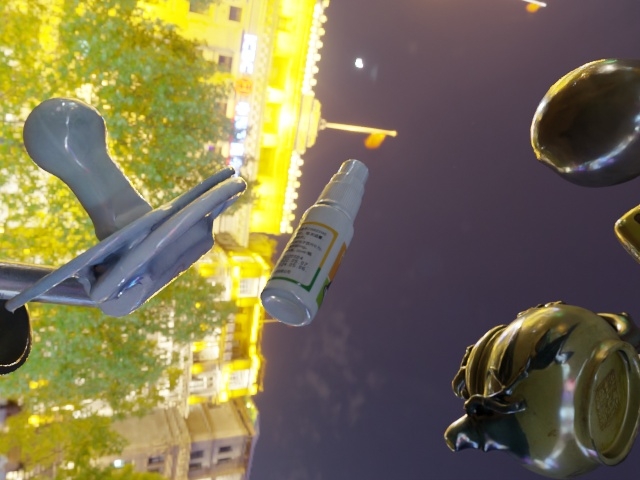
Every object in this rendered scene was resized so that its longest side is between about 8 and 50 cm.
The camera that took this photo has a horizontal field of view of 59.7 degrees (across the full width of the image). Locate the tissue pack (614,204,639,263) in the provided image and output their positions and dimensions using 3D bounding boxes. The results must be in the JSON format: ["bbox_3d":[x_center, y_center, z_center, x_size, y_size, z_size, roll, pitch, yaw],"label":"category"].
[{"bbox_3d":[0.782,-0.001,1.304,0.123,0.127,0.178,-40,-136,18],"label":"tissue pack"}]

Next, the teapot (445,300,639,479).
[{"bbox_3d":[0.236,0.146,0.604,0.182,0.269,0.173,1,-64,51],"label":"teapot"}]

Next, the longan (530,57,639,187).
[{"bbox_3d":[0.562,-0.230,1.087,0.300,0.300,0.243,-16,-78,62],"label":"longan"}]

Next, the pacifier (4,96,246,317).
[{"bbox_3d":[-0.214,-0.049,0.577,0.238,0.287,0.226,-28,-77,35],"label":"pacifier"}]

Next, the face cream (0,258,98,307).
[{"bbox_3d":[-0.485,0.089,1.079,0.073,0.283,0.073,-21,-116,50],"label":"face cream"}]

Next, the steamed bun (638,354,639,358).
[{"bbox_3d":[0.693,0.288,1.127,0.183,0.182,0.106,19,-41,62],"label":"steamed bun"}]

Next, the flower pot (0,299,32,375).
[{"bbox_3d":[-0.678,0.145,1.018,0.269,0.166,0.269,-21,90,-89],"label":"flower pot"}]

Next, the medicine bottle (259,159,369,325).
[{"bbox_3d":[0.000,0.000,0.636,0.221,0.061,0.092,-63,-178,-37],"label":"medicine bottle"}]
